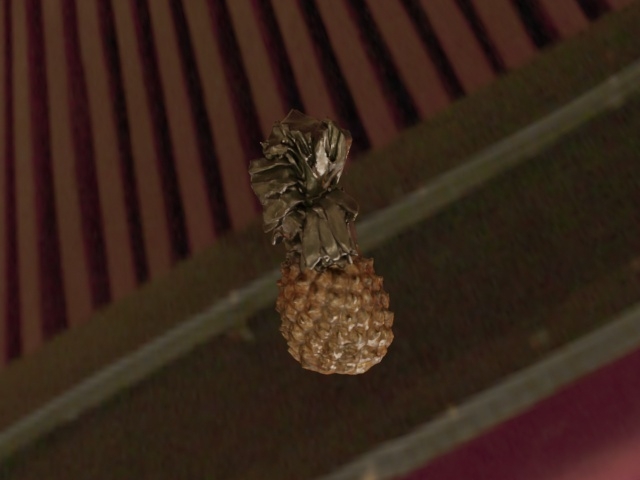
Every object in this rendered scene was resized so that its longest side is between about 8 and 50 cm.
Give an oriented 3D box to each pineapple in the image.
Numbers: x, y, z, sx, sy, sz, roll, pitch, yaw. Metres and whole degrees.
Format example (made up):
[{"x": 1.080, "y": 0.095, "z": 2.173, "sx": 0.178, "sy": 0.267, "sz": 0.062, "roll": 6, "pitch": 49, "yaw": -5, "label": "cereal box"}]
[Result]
[{"x": 0.000, "y": 0.000, "z": 1.069, "sx": 0.074, "sy": 0.074, "sz": 0.159, "roll": -13, "pitch": 117, "yaw": -2, "label": "pineapple"}]
